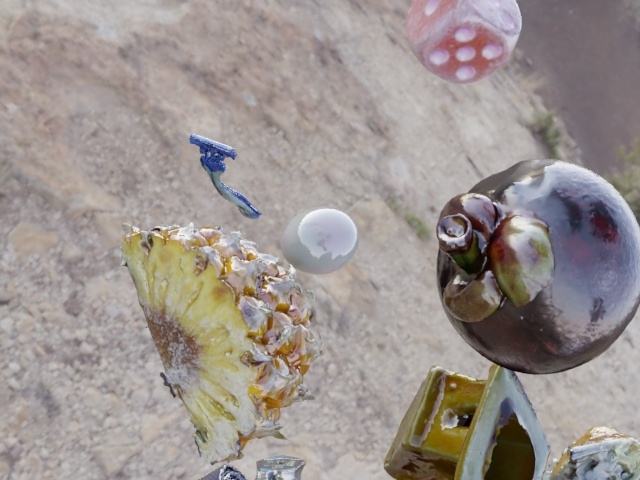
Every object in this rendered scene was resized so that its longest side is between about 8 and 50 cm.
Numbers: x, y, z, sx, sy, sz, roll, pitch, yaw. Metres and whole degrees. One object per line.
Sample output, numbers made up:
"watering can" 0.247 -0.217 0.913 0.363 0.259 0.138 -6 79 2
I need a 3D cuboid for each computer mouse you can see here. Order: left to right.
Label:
"computer mouse" -0.063 0.364 1.407 0.135 0.079 0.047 7 80 -84

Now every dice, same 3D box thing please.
"dice" 0.153 -0.232 0.990 0.091 0.094 0.093 24 50 -30

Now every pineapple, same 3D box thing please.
"pineapple" -0.069 0.087 1.240 0.286 0.209 0.344 -24 93 -56

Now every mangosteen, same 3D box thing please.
"mangosteen" 0.209 0.023 0.955 0.265 0.228 0.228 12 48 -42

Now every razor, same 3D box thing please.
"razor" -0.176 -0.101 1.808 0.093 0.056 0.324 22 -16 19

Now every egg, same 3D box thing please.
"egg" 0.000 0.000 1.384 0.135 0.103 0.103 -15 70 -48

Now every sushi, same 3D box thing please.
"sushi" 0.444 0.403 1.434 0.274 0.184 0.139 58 -14 -9

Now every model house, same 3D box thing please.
"model house" 0.169 0.310 1.271 0.173 0.239 0.268 40 65 -33

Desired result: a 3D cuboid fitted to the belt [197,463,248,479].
"belt" -0.108 0.427 1.267 0.231 0.126 0.139 61 11 11
